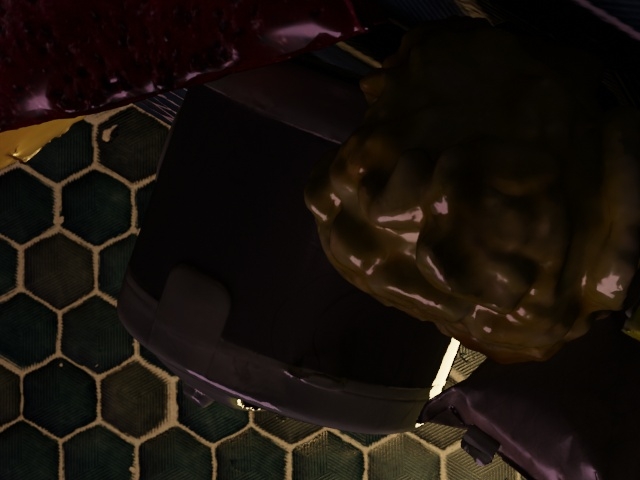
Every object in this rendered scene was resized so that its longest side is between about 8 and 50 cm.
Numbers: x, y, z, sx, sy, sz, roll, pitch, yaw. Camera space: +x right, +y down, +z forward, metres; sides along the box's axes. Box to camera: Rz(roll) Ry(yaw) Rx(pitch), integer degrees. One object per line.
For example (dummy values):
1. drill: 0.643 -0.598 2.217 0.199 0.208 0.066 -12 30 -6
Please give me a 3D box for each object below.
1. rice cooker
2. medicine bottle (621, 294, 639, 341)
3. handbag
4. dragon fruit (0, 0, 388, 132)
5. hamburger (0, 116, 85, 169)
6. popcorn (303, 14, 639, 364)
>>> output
1. rice cooker: -0.002 0.002 1.009 0.288 0.277 0.288 19 -169 -4
2. medicine bottle: 0.293 0.047 0.605 0.137 0.141 0.250 37 174 -33
3. handbag: 0.204 0.069 0.870 0.182 0.270 0.117 36 162 29
4. dragon fruit: -0.089 -0.162 0.816 0.262 0.134 0.211 -14 -175 14
5. hamburger: -0.320 -0.210 1.210 0.237 0.276 0.276 48 178 4
6. popcorn: 0.110 -0.026 0.749 0.216 0.181 0.235 29 -178 -1
